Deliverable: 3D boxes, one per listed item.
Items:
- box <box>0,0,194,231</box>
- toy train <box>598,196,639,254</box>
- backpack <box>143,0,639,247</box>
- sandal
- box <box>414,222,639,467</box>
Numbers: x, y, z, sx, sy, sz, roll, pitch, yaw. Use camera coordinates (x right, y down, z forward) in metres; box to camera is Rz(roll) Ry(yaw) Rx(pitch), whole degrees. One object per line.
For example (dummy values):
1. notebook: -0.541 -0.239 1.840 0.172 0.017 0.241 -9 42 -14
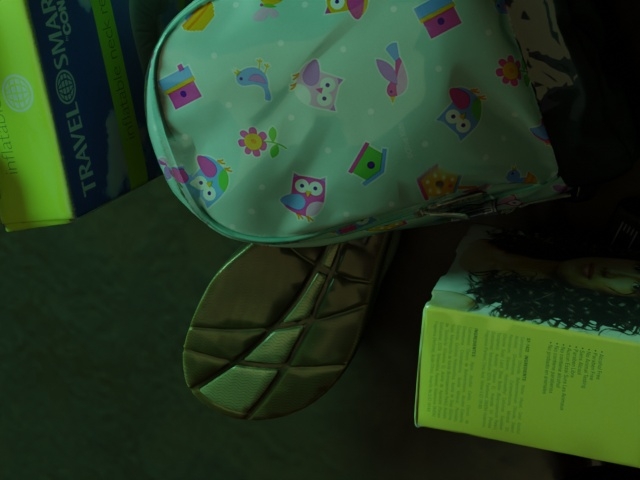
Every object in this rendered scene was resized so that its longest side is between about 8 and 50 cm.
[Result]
1. box: -0.091 -0.076 0.768 0.042 0.178 0.109 -5 105 28
2. toy train: 0.147 -0.040 0.750 0.036 0.027 0.158 36 121 24
3. backpack: 0.021 -0.068 0.733 0.182 0.115 0.152 -16 93 12
4. sandal: 0.000 0.000 0.829 0.072 0.049 0.180 25 102 7
5. box: 0.158 0.051 0.718 0.232 0.087 0.058 10 116 13
